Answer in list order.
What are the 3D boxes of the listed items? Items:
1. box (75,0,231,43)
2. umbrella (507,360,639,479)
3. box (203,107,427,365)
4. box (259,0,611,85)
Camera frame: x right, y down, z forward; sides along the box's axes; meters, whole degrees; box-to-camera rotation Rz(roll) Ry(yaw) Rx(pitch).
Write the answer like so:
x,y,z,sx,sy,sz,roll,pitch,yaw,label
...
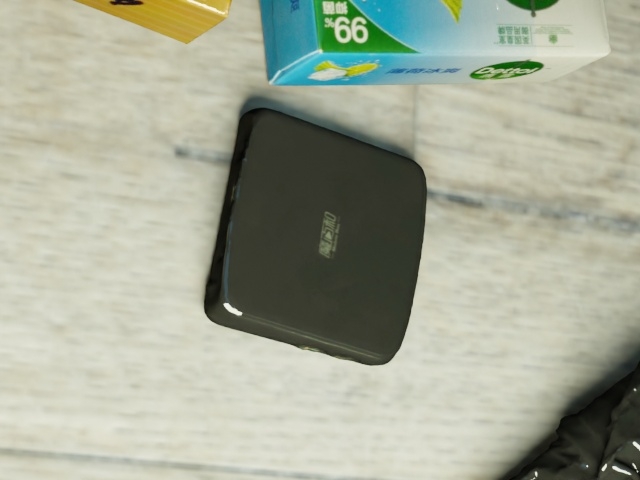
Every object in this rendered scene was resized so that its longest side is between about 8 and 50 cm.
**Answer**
x,y,z,sx,sy,sz,roll,pitch,yaw,label
-0.101,-0.245,1.014,0.152,0.070,0.237,19,71,-22,box
0.236,0.098,1.100,0.357,0.113,0.106,-33,69,-23,umbrella
0.000,0.000,1.043,0.125,0.027,0.126,18,71,-26,box
0.061,-0.165,1.076,0.194,0.073,0.139,-3,81,-27,box
